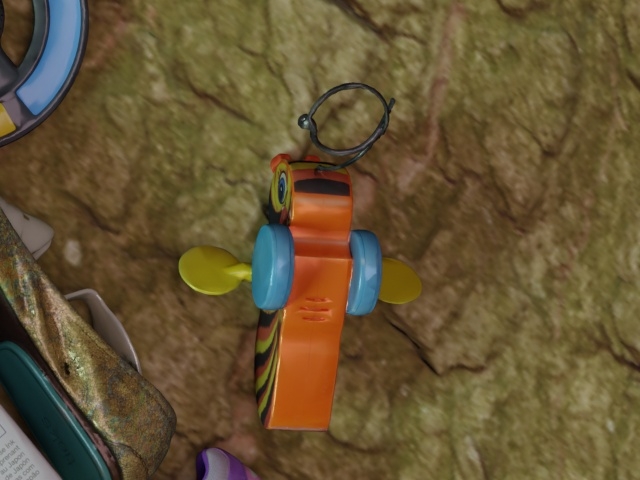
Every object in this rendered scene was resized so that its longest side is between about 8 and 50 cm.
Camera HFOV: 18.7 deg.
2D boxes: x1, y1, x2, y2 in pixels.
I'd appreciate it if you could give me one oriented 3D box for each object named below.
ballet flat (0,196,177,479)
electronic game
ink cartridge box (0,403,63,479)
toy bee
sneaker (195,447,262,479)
[{"bbox_3d":[-0.236,0.050,1.553,0.123,0.123,0.348,-38,97,-14],"label":"ballet flat"},{"bbox_3d":[-0.301,-0.182,1.568,0.229,0.048,0.229,1,88,-15],"label":"electronic game"},{"bbox_3d":[-0.418,0.124,1.444,0.270,0.151,0.395,-42,102,-25],"label":"ink cartridge box"},{"bbox_3d":[0.000,0.000,1.610,0.195,0.162,0.298,25,106,-21],"label":"toy bee"},{"bbox_3d":[-0.132,0.258,1.580,0.236,0.095,0.104,-42,92,-18],"label":"sneaker"}]
